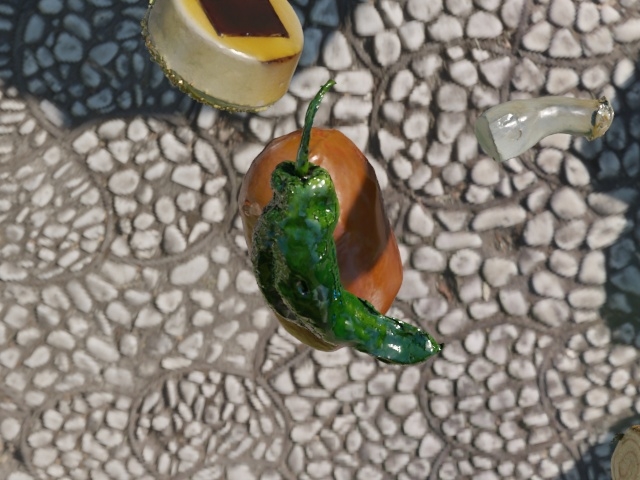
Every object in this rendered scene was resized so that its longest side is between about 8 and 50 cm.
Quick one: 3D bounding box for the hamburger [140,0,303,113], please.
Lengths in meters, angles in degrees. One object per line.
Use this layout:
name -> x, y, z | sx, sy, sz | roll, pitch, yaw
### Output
hamburger -> -0.171, -0.353, 1.723 | 0.302, 0.302, 0.170 | 30, 134, -12

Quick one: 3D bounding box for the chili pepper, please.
chili pepper -> 0.007, 0.017, 0.781 | 0.122, 0.065, 0.278 | -26, 128, -3

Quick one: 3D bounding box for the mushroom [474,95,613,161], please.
mushroom -> 0.359, -0.189, 1.551 | 0.223, 0.092, 0.081 | -12, 141, -12

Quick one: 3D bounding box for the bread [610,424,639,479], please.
bread -> 0.511, 0.359, 1.535 | 0.073, 0.122, 0.149 | 0, 134, -8

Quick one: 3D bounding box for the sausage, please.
sausage -> -0.001, 0.001, 1.052 | 0.153, 0.141, 0.268 | 15, 138, 32
